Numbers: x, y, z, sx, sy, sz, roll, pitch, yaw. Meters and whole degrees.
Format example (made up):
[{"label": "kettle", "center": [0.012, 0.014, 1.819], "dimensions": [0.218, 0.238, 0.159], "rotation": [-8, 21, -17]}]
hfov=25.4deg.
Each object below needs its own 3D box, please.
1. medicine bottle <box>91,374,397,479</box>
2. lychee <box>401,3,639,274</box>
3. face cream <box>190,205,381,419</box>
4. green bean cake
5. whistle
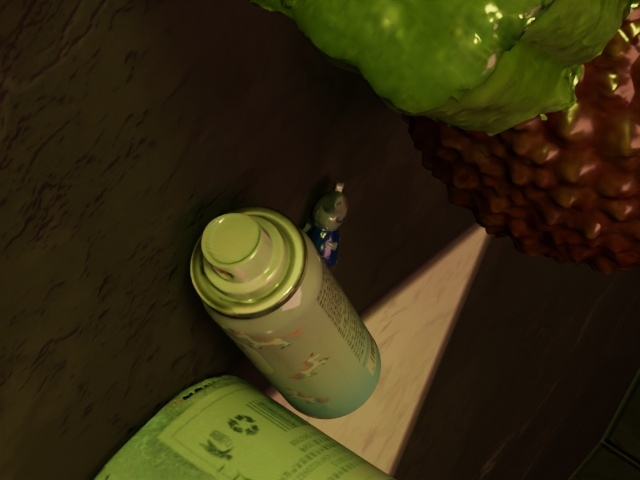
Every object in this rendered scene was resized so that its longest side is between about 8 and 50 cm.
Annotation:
[{"label": "medicine bottle", "center": [-0.011, 0.262, 0.920], "dimensions": [0.245, 0.290, 0.245], "rotation": [-47, 158, -26]}, {"label": "lychee", "center": [0.169, -0.117, 0.817], "dimensions": [0.304, 0.276, 0.275], "rotation": [5, 117, -55]}, {"label": "face cream", "center": [-0.021, 0.043, 0.866], "dimensions": [0.075, 0.075, 0.229], "rotation": [-53, 154, -11]}, {"label": "green bean cake", "center": [0.052, -0.168, 0.531], "dimensions": [0.214, 0.200, 0.113], "rotation": [-50, 159, 13]}, {"label": "whistle", "center": [0.000, 0.000, 0.928], "dimensions": [0.033, 0.029, 0.083], "rotation": [-75, -176, -64]}]
